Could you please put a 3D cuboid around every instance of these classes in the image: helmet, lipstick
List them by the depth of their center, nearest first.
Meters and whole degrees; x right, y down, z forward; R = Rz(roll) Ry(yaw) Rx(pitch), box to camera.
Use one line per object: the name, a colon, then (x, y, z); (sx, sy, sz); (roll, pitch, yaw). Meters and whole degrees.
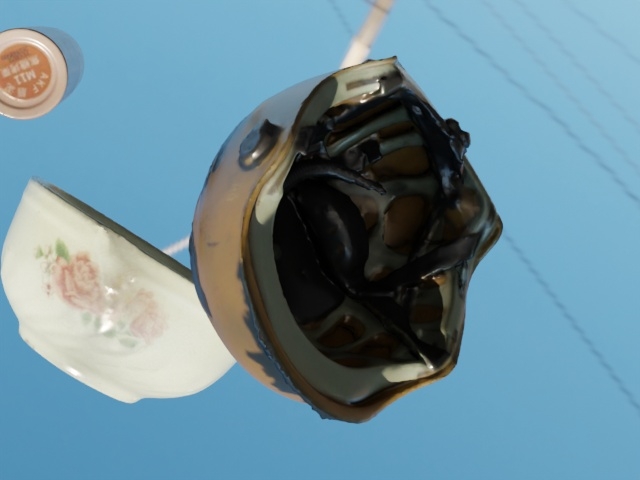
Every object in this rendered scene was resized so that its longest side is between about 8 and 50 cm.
helmet: (0.000, 0.000, 0.846); (0.198, 0.130, 0.224); (50, -123, -28)
lipstick: (-0.237, -0.143, 1.158); (0.070, 0.070, 0.254); (25, -175, -10)

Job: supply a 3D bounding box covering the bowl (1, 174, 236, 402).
bowl: (-0.202, 0.065, 1.362); (0.277, 0.145, 0.277); (33, 180, 0)
